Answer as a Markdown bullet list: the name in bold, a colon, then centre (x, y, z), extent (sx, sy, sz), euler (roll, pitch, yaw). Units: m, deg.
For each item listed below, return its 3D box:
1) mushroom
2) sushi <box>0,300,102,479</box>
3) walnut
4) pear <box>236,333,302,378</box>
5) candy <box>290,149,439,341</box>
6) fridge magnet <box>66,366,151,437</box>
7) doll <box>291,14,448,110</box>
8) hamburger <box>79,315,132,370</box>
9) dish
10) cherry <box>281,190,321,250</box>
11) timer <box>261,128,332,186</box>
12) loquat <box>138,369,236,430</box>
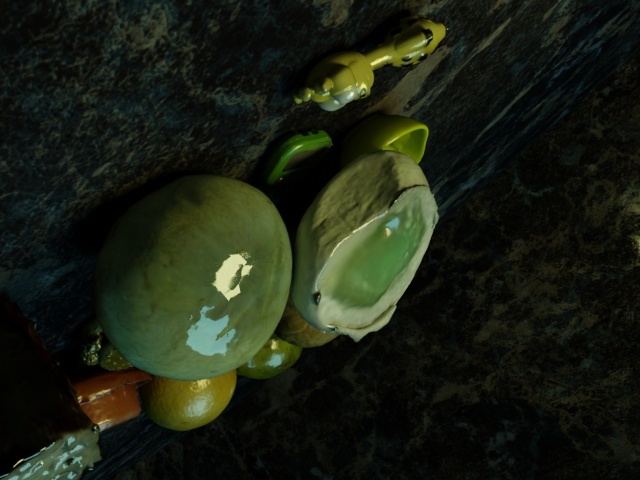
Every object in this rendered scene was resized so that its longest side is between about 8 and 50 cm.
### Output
- **mushroom**: centre (-0.200, 0.062, 0.894), extent (0.260, 0.352, 0.352), euler (8, -159, 41)
- **sushi**: centre (-0.496, 0.258, 0.751), extent (0.281, 0.294, 0.299), euler (-32, 163, -25)
- **walnut**: centre (-0.032, 0.164, 1.588), extent (0.333, 0.333, 0.333), euler (-35, 165, -11)
- **pear**: centre (-0.183, 0.327, 1.791), extent (0.269, 0.269, 0.321), euler (-48, 163, 33)
- **candy**: centre (0.094, 0.018, 1.114), extent (0.386, 0.186, 0.427), euler (-56, 147, -8)
- **fridge magnet**: centre (-0.559, 0.385, 1.209), extent (0.364, 0.155, 0.363), euler (-22, 170, -4)
- **doll**: centre (0.085, -0.292, 0.883), extent (0.291, 0.086, 0.117), euler (-32, -166, -16)
- **hamburger**: centre (-0.403, 0.205, 1.152), extent (0.215, 0.122, 0.189), euler (-28, 166, -24)
- **dish**: centre (0.127, -0.198, 1.214), extent (0.221, 0.108, 0.262), euler (-38, 163, 2)
- **cherry**: centre (0.000, 0.000, 1.311), extent (0.285, 0.213, 0.236), euler (-37, 175, -39)
- **timer**: centre (-0.047, -0.161, 1.039), extent (0.140, 0.047, 0.128), euler (-23, 160, -46)
- **loquat**: centre (-0.357, 0.373, 1.469), extent (0.275, 0.275, 0.275), euler (-35, 165, -11)
